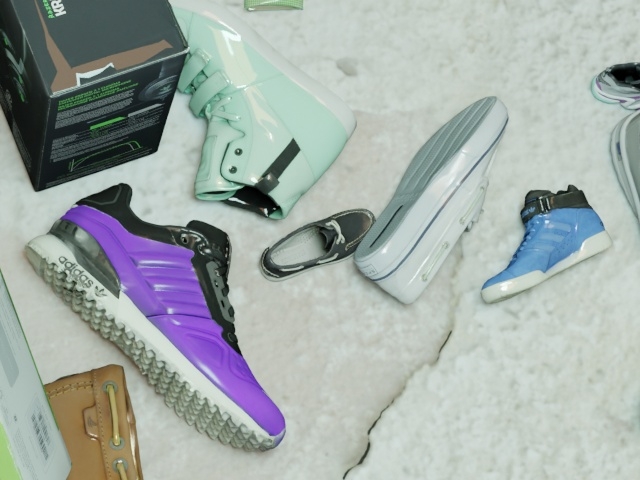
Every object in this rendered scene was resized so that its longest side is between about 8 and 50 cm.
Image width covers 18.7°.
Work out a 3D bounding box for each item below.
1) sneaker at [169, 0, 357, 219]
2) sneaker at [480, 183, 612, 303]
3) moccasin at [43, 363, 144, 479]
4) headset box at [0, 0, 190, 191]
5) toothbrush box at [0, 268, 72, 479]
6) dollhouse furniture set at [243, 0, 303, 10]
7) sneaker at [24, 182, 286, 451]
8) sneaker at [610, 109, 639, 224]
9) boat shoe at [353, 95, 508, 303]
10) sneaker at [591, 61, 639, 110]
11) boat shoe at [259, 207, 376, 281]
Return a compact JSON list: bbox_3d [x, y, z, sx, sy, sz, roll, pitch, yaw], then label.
[{"bbox_3d":[-0.105,-0.126,1.833,0.256,0.094,0.151,33,64,-2],"label":"sneaker"},{"bbox_3d":[0.204,-0.001,1.875,0.152,0.058,0.085,-26,85,-21],"label":"sneaker"},{"bbox_3d":[-0.149,0.291,1.690,0.147,0.139,0.380,-20,69,-7],"label":"moccasin"},{"bbox_3d":[-0.234,-0.212,1.739,0.131,0.283,0.246,-20,77,-16],"label":"headset box"},{"bbox_3d":[-0.375,0.154,1.587,0.283,0.122,0.206,-13,112,10],"label":"toothbrush box"},{"bbox_3d":[-0.085,-0.270,1.903,0.151,0.058,0.076,-2,74,-11],"label":"dollhouse furniture set"},{"bbox_3d":[-0.119,0.058,1.774,0.293,0.102,0.146,43,70,4],"label":"sneaker"},{"bbox_3d":[0.368,-0.007,1.879,0.105,0.115,0.281,-24,81,-16],"label":"sneaker"},{"bbox_3d":[0.118,-0.037,1.872,0.076,0.083,0.226,47,71,-22],"label":"boat shoe"},{"bbox_3d":[0.326,-0.153,1.941,0.098,0.069,0.038,10,72,-8],"label":"sneaker"},{"bbox_3d":[0.000,0.000,1.848,0.125,0.038,0.046,-21,78,-16],"label":"boat shoe"}]
